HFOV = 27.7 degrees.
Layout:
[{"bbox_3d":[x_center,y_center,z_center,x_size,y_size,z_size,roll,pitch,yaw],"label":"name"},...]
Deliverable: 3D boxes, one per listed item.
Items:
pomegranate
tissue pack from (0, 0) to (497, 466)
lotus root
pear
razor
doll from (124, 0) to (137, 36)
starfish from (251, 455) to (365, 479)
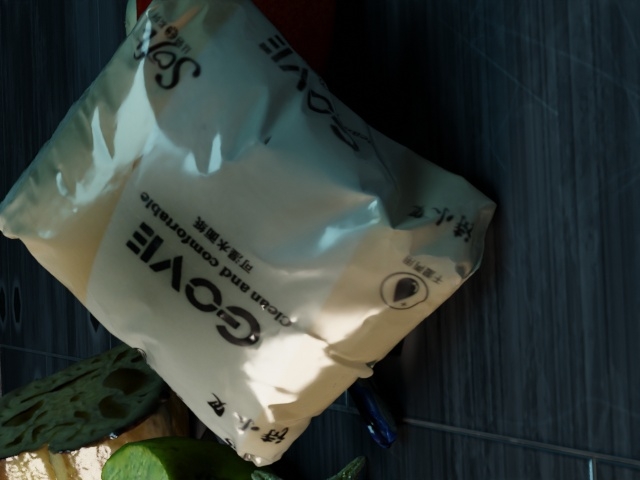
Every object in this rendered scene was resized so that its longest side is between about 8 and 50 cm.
[{"bbox_3d":[-0.088,-0.236,1.340,0.256,0.221,0.220,-106,23,-66],"label":"pomegranate"},{"bbox_3d":[-0.077,-0.018,1.182,0.375,0.195,0.390,44,127,6],"label":"tissue pack"},{"bbox_3d":[-0.318,0.317,1.819,0.316,0.316,0.249,21,126,65],"label":"lotus root"},{"bbox_3d":[-0.117,0.334,1.487,0.282,0.176,0.286,-53,48,53],"label":"pear"},{"bbox_3d":[0.006,0.102,1.337,0.056,0.093,0.324,-50,38,5],"label":"razor"},{"bbox_3d":[-0.203,-0.276,1.711,0.275,0.113,0.154,-132,42,-55],"label":"doll"},{"bbox_3d":[-0.045,0.276,1.304,0.176,0.208,0.053,-114,6,-62],"label":"starfish"}]
